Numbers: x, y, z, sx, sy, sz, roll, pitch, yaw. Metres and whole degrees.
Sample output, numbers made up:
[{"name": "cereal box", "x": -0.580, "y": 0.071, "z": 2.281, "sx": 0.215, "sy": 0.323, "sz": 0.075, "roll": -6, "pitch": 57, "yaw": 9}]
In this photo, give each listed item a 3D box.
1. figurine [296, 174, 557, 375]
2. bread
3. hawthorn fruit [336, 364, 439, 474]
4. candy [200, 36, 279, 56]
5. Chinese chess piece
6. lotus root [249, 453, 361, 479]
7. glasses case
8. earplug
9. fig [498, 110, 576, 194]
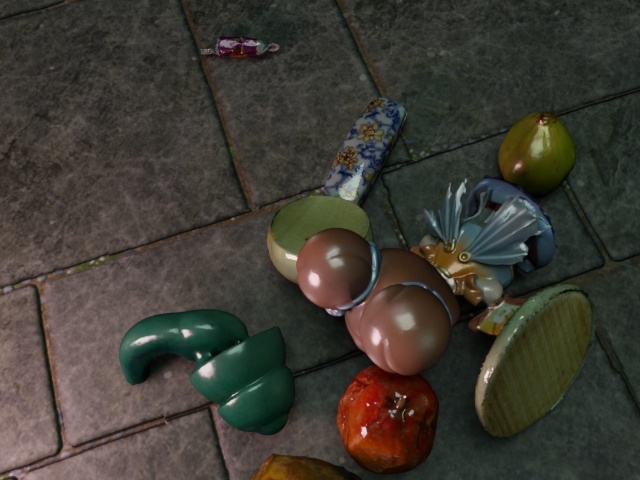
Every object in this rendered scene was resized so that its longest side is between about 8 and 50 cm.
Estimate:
[{"name": "figurine", "x": 0.183, "y": 0.054, "z": 1.075, "sx": 0.388, "sy": 0.248, "sz": 0.276, "roll": -34, "pitch": 48, "yaw": -19}, {"name": "bread", "x": 0.327, "y": 0.183, "z": 1.043, "sx": 0.267, "sy": 0.267, "sz": 0.040, "roll": -41, "pitch": 43, "yaw": -15}, {"name": "hawthorn fruit", "x": 0.102, "y": 0.274, "z": 1.049, "sx": 0.173, "sy": 0.179, "sz": 0.174, "roll": 1, "pitch": 94, "yaw": 10}, {"name": "candy", "x": -0.174, "y": -0.415, "z": 1.462, "sx": 0.175, "sy": 0.045, "sz": 0.043, "roll": -1, "pitch": 98, "yaw": 2}, {"name": "Chinese chess piece", "x": 0.000, "y": 0.000, "z": 1.204, "sx": 0.188, "sy": 0.083, "sz": 0.188, "roll": -2, "pitch": 40, "yaw": 2}, {"name": "lotus root", "x": 0.014, "y": 0.423, "z": 0.981, "sx": 0.291, "sy": 0.193, "sz": 0.193, "roll": 39, "pitch": 73, "yaw": 19}, {"name": "glasses case", "x": 0.086, "y": -0.170, "z": 1.316, "sx": 0.087, "sy": 0.065, "sz": 0.248, "roll": 25, "pitch": 69, "yaw": 13}, {"name": "earplug", "x": -0.174, "y": 0.214, "z": 1.102, "sx": 0.257, "sy": 0.164, "sz": 0.280, "roll": -38, "pitch": 79, "yaw": -7}, {"name": "fig", "x": 0.400, "y": -0.159, "z": 1.268, "sx": 0.136, "sy": 0.121, "sz": 0.153, "roll": -10, "pitch": 88, "yaw": -7}]
